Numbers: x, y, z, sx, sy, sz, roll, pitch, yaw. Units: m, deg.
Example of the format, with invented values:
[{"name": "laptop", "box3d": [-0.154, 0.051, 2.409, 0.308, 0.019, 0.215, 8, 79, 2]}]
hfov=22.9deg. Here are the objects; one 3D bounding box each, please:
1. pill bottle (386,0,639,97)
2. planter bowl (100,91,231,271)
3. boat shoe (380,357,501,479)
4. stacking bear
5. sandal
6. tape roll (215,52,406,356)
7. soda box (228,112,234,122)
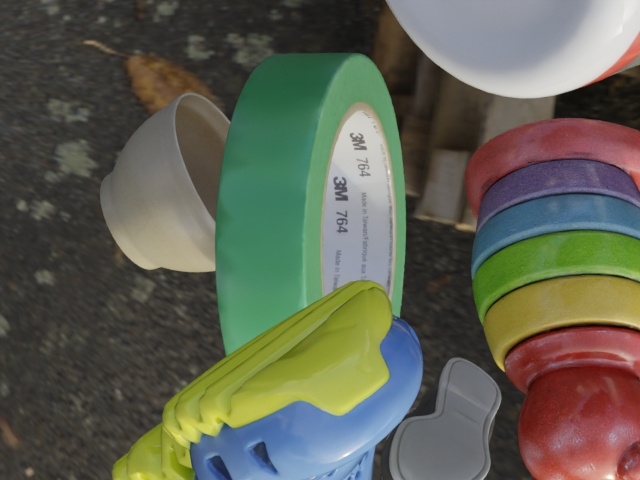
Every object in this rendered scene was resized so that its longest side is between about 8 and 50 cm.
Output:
[{"name": "pill bottle", "box3d": [0.215, -0.225, 0.915, 0.363, 0.210, 0.210, -23, 105, -35]}, {"name": "planter bowl", "box3d": [-0.129, -0.038, 1.423, 0.109, 0.162, 0.162, -25, 107, 19]}, {"name": "boat shoe", "box3d": [0.130, 0.240, 1.782, 0.112, 0.335, 0.095, 34, 114, 5]}, {"name": "stacking bear", "box3d": [0.202, 0.065, 1.243, 0.164, 0.175, 0.289, 31, 47, -46]}, {"name": "sandal", "box3d": [-0.010, 0.117, 0.779, 0.126, 0.317, 0.138, -31, 82, -19]}, {"name": "tape roll", "box3d": [0.000, 0.000, 1.353, 0.077, 0.321, 0.321, 1, 98, 18]}, {"name": "soda box", "box3d": [-0.068, -0.099, 1.615, 0.169, 0.060, 0.053, -50, 133, -19]}]
